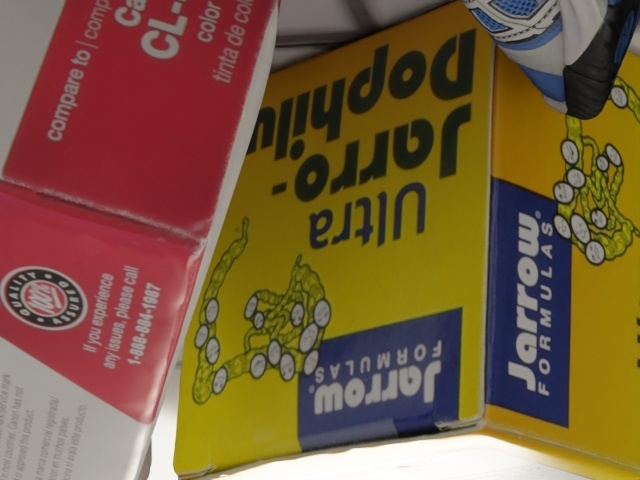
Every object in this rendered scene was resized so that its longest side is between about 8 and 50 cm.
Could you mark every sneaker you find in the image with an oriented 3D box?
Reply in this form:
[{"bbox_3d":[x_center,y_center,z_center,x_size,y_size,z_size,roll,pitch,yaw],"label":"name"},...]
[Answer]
[{"bbox_3d":[0.078,-0.113,0.697,0.081,0.080,0.211,17,161,18],"label":"sneaker"}]

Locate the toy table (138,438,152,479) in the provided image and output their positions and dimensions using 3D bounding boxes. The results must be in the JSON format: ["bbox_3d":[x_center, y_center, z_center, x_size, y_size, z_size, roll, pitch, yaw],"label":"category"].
[{"bbox_3d":[-0.194,0.059,0.993,0.161,0.252,0.274,-13,146,1],"label":"toy table"}]

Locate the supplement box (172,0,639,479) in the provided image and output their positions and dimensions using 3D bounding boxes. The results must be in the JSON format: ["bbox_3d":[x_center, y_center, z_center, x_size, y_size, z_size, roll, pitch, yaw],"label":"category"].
[{"bbox_3d":[0.131,0.048,0.930,0.356,0.195,0.194,20,154,-39],"label":"supplement box"}]

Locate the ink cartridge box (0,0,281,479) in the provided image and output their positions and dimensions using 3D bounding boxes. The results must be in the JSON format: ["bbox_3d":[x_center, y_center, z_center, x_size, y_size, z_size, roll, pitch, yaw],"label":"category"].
[{"bbox_3d":[-0.189,-0.028,0.700,0.306,0.131,0.226,19,144,-3],"label":"ink cartridge box"}]
